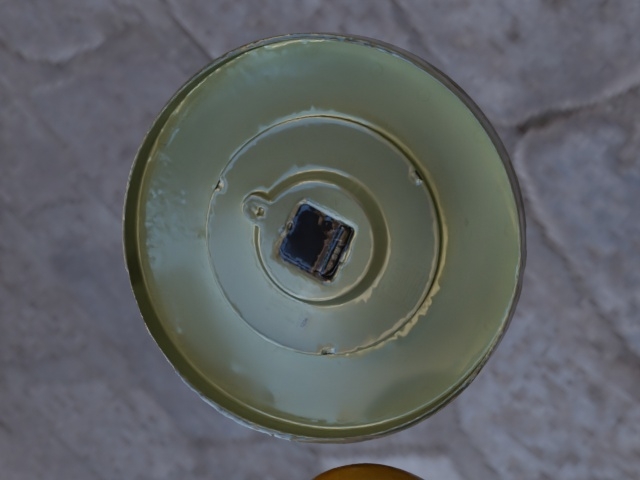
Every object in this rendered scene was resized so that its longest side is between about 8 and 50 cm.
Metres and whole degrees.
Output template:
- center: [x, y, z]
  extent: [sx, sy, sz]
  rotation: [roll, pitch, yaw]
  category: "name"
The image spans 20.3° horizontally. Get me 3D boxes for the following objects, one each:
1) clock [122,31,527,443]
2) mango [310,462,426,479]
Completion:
- center: [0.000, 0.000, 1.008]
  extent: [0.235, 0.029, 0.235]
  rotation: [2, 99, 14]
  category: "clock"
- center: [0.046, 0.187, 0.936]
  extent: [0.163, 0.089, 0.111]
  rotation: [49, 128, -8]
  category: "mango"
